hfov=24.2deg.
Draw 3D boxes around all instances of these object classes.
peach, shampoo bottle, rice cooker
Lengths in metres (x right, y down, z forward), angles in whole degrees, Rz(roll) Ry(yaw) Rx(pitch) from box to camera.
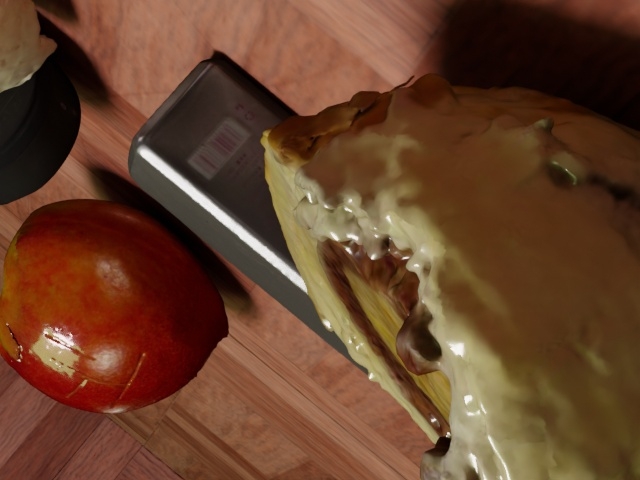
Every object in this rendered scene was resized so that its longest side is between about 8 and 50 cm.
[{"bbox_3d":[-0.176,0.060,1.280,0.197,0.197,0.197,36,163,13],"label":"peach"},{"bbox_3d":[0.000,0.000,0.901,0.246,0.080,0.079,40,165,-1],"label":"shampoo bottle"},{"bbox_3d":[-0.266,-0.107,1.090,0.203,0.142,0.118,33,175,31],"label":"rice cooker"}]

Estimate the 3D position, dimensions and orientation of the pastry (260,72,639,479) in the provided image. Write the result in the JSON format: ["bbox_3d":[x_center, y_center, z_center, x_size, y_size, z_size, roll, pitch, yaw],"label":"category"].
[{"bbox_3d":[0.097,0.032,0.650,0.237,0.170,0.256,52,178,35],"label":"pastry"}]

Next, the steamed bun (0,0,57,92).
[{"bbox_3d":[-0.290,-0.173,0.948,0.225,0.200,0.170,18,116,13],"label":"steamed bun"}]
